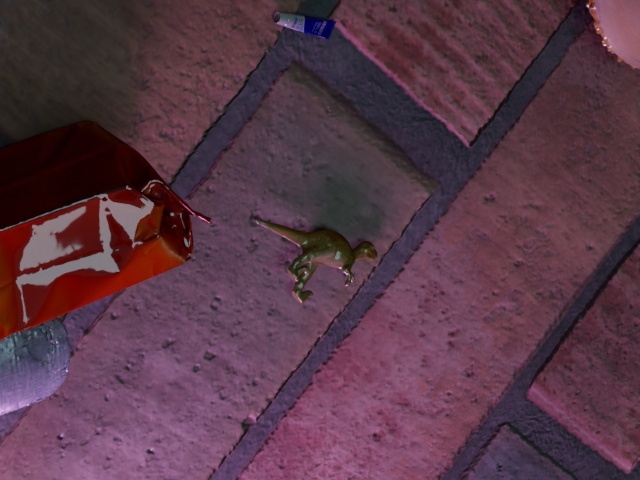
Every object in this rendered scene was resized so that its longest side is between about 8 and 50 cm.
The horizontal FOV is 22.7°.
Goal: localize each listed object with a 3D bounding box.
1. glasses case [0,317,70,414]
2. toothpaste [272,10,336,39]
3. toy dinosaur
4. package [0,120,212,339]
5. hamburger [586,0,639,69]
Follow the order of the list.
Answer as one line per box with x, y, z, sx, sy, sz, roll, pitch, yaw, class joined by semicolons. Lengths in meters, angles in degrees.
-0.399;0.148;1.701;0.282;0.067;0.109;-15;118;-25;glasses case
-0.017;-0.244;1.794;0.083;0.015;0.024;8;116;-42;toothpaste
0.000;0.000;1.919;0.126;0.039;0.162;-41;125;-22;toy dinosaur
-0.334;0.009;1.591;0.424;0.196;0.123;-23;119;-22;package
0.458;-0.342;1.965;0.302;0.170;0.302;-17;126;-25;hamburger
